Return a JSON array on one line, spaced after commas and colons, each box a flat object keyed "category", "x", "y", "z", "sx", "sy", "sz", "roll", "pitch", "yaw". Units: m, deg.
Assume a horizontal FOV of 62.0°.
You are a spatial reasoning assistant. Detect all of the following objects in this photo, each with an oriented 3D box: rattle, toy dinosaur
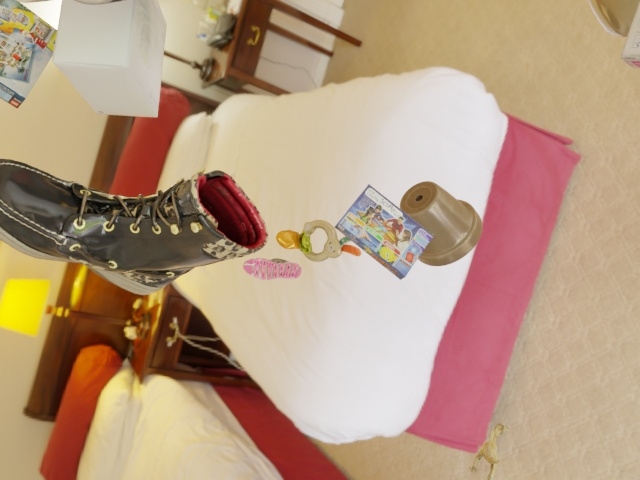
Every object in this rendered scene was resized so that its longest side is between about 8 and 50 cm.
[{"category": "rattle", "x": 0.000, "y": 0.000, "z": 1.512, "sx": 0.199, "sy": 0.143, "sz": 0.130, "roll": 21, "pitch": 79, "yaw": 37}, {"category": "toy dinosaur", "x": 0.312, "y": 0.397, "z": 0.993, "sx": 0.053, "sy": 0.183, "sz": 0.093, "roll": 14, "pitch": 99, "yaw": 23}]

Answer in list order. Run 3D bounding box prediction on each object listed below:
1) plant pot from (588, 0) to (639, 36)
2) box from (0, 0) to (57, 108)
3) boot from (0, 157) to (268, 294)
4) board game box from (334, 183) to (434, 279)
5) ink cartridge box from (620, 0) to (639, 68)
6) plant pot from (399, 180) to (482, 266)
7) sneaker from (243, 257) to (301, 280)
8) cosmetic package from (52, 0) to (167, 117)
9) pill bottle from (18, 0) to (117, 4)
[{"category": "plant pot", "x": 0.690, "y": -0.542, "z": 1.121, "sx": 0.284, "sy": 0.284, "sz": 0.191, "roll": -123, "pitch": 20, "yaw": -54}, {"category": "box", "x": -0.661, "y": -0.410, "z": 1.121, "sx": 0.044, "sy": 0.159, "sz": 0.233, "roll": -28, "pitch": 42, "yaw": 34}, {"category": "boot", "x": -0.286, "y": -0.039, "z": 0.814, "sx": 0.284, "sy": 0.377, "sz": 0.138, "roll": -16, "pitch": 55, "yaw": 25}, {"category": "board game box", "x": 0.152, "y": -0.022, "z": 1.262, "sx": 0.136, "sy": 0.201, "sz": 0.035, "roll": -51, "pitch": -1, "yaw": -24}, {"category": "ink cartridge box", "x": 0.511, "y": -0.361, "z": 0.632, "sx": 0.185, "sy": 0.065, "sz": 0.311, "roll": 24, "pitch": 104, "yaw": 47}, {"category": "plant pot", "x": 0.387, "y": -0.078, "z": 1.830, "sx": 0.263, "sy": 0.229, "sz": 0.263, "roll": -27, "pitch": 40, "yaw": 25}, {"category": "sneaker", "x": -0.143, "y": 0.081, "z": 1.522, "sx": 0.075, "sy": 0.170, "sz": 0.063, "roll": -176, "pitch": 90, "yaw": -65}, {"category": "cosmetic package", "x": -0.398, "y": -0.390, "z": 1.042, "sx": 0.224, "sy": 0.138, "sz": 0.225, "roll": 111, "pitch": 163, "yaw": -80}, {"category": "pill bottle", "x": -0.296, "y": -0.466, "z": 0.783, "sx": 0.204, "sy": 0.361, "sz": 0.204, "roll": 20, "pitch": 128, "yaw": 29}]
